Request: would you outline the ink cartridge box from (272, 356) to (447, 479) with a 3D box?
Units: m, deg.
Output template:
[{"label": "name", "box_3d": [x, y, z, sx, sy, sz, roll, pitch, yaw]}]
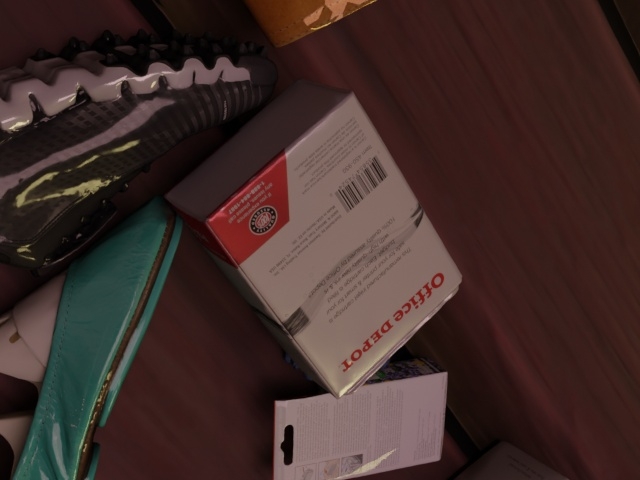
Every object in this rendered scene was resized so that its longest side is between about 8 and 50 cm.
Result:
[{"label": "ink cartridge box", "box_3d": [0.020, 0.111, 0.599, 0.115, 0.029, 0.062, -5, 108, -23]}]

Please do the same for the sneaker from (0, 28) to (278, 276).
[{"label": "sneaker", "box_3d": [-0.128, -0.039, 0.485, 0.234, 0.078, 0.106, -18, 118, -25]}]

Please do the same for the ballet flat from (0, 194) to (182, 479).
[{"label": "ballet flat", "box_3d": [-0.142, 0.088, 0.498, 0.087, 0.083, 0.247, 16, 91, -12]}]

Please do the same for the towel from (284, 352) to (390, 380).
[{"label": "towel", "box_3d": [0.014, 0.020, 0.582, 0.067, 0.029, 0.119, -2, 100, -25]}]

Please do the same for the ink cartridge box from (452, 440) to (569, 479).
[{"label": "ink cartridge box", "box_3d": [0.079, 0.256, 0.627, 0.231, 0.078, 0.134, -36, 112, -14]}]

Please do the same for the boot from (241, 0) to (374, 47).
[{"label": "boot", "box_3d": [-0.064, -0.189, 0.468, 0.295, 0.104, 0.211, -28, 110, -22]}]

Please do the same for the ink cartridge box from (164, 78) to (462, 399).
[{"label": "ink cartridge box", "box_3d": [0.000, 0.000, 0.513, 0.099, 0.056, 0.135, -42, 123, -14]}]
